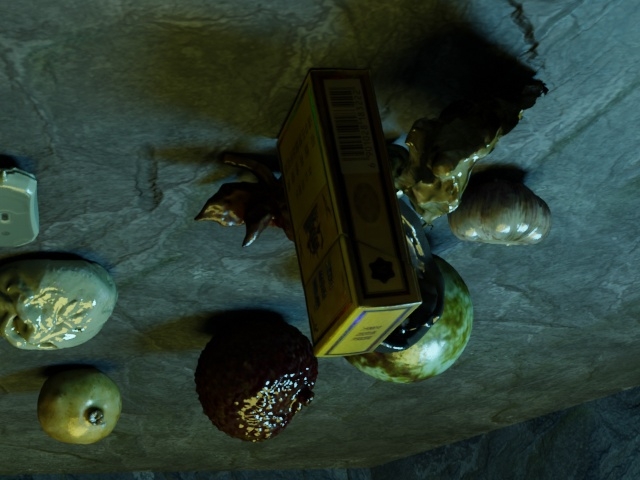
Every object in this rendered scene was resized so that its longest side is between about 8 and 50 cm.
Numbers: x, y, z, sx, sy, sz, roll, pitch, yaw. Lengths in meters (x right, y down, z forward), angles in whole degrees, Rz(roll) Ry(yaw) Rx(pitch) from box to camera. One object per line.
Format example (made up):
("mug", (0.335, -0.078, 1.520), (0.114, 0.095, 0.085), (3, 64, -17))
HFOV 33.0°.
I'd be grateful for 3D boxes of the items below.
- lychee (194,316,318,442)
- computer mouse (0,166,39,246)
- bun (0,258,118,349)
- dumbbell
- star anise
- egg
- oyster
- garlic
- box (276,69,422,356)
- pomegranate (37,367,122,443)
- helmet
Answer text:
("lychee", (-0.130, 0.273, 2.181), (0.260, 0.260, 0.260), (-7, 160, -3))
("computer mouse", (-0.420, -0.055, 1.433), (0.089, 0.056, 0.181), (-4, 151, -16))
("bun", (-0.447, 0.113, 1.775), (0.231, 0.133, 0.231), (-5, 159, -2))
("dumbbell", (0.129, -0.084, 1.530), (0.081, 0.081, 0.254), (-21, 158, 32))
("star anise", (-0.057, -0.054, 1.484), (0.196, 0.111, 0.212), (18, -166, 26))
("egg", (0.127, 0.128, 1.889), (0.289, 0.238, 0.238), (1, 170, 39))
("oyster", (0.157, -0.099, 1.311), (0.221, 0.096, 0.361), (-58, 171, 27))
("garlic", (0.276, -0.045, 1.668), (0.159, 0.102, 0.147), (3, 174, 3))
("box", (0.027, -0.030, 1.310), (0.084, 0.301, 0.193), (-4, 159, -17))
("pomegranate", (-0.525, 0.365, 2.368), (0.196, 0.196, 0.196), (-7, 160, -3))
("helmet", (0.077, 0.055, 1.680), (0.198, 0.253, 0.154), (-40, -170, -29))
